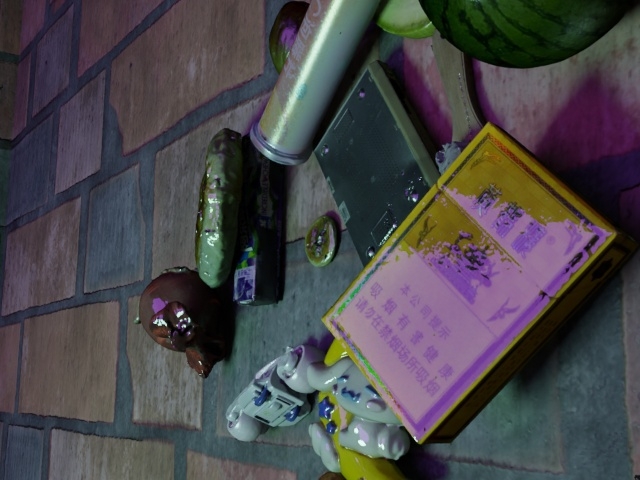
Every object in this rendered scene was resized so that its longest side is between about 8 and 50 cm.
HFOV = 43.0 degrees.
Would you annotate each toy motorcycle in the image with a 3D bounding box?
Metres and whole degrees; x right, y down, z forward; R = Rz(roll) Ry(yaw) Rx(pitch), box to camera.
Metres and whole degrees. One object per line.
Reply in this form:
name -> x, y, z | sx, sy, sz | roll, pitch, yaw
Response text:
toy motorcycle -> -0.068, 0.234, 1.287 | 0.254, 0.112, 0.113 | -45, 49, 40

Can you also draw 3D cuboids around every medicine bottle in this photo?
medicine bottle -> 0.013, -0.303, 1.200 | 0.426, 0.108, 0.108 | -61, 39, 40

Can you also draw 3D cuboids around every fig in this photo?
fig -> -0.038, -0.312, 1.338 | 0.109, 0.103, 0.155 | -69, -5, -61

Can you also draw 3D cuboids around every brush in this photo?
brush -> 0.175, -0.144, 1.027 | 0.070, 0.065, 0.328 | -35, 54, 50

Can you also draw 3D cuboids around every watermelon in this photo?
watermelon -> 0.213, -0.297, 0.840 | 0.242, 0.242, 0.243 | -15, 71, 53

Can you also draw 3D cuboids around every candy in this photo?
candy -> -0.107, -0.043, 1.413 | 0.088, 0.061, 0.313 | -14, 72, 56

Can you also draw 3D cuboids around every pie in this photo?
pie -> 0.001, 0.001, 1.283 | 0.084, 0.021, 0.084 | -15, 72, 54
pie -> -0.182, -0.057, 1.435 | 0.306, 0.071, 0.307 | -175, 90, -78

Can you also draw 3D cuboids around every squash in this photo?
squash -> 0.142, -0.393, 1.138 | 0.219, 0.041, 0.219 | -14, 73, 54

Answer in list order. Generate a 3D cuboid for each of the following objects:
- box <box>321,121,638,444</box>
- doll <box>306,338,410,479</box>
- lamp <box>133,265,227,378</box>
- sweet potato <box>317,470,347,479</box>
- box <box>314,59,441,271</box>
box -> 0.164, 0.049, 0.890 | 0.301, 0.084, 0.193 | -51, 57, 16
doll -> 0.068, 0.211, 1.064 | 0.252, 0.111, 0.238 | 16, 95, 56
lamp -> -0.250, 0.129, 1.488 | 0.223, 0.215, 0.151 | 30, 76, 34
sweet potato -> -0.005, 0.493, 1.130 | 0.106, 0.095, 0.355 | -110, 28, -72
box -> 0.080, -0.099, 1.161 | 0.211, 0.045, 0.270 | -54, 43, 37
